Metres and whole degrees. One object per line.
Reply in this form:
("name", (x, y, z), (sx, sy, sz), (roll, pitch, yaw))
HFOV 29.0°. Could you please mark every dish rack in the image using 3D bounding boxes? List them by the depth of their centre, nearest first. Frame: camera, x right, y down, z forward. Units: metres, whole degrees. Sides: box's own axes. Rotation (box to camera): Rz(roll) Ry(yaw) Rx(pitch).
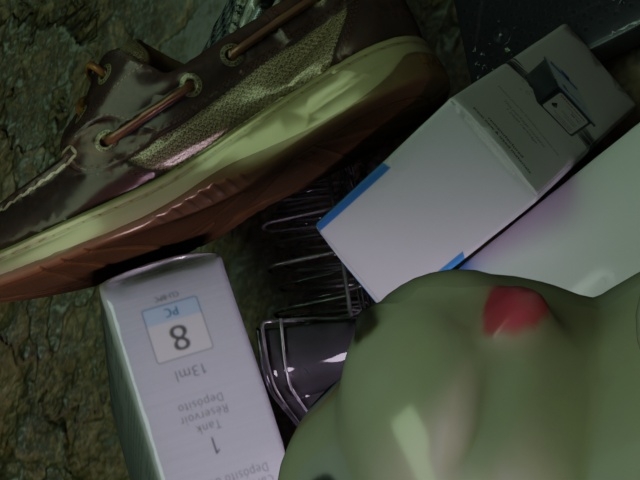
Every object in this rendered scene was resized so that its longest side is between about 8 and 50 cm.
("dish rack", (0.000, 0.000, 0.906), (0.074, 0.208, 0.272), (-10, 67, 6))

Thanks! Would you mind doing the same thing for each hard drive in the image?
("hard drive", (0.208, -0.214, 0.872), (0.254, 0.054, 0.172), (-26, 60, 34))

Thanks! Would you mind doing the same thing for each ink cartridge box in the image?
("ink cartridge box", (0.105, -0.050, 0.805), (0.082, 0.190, 0.139), (49, 128, 2))
("ink cartridge box", (-0.059, 0.238, 0.859), (0.308, 0.091, 0.385), (110, 141, -66))

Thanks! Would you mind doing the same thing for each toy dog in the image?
("toy dog", (0.184, 0.116, 0.520), (0.407, 0.395, 0.285), (4, 43, 11))

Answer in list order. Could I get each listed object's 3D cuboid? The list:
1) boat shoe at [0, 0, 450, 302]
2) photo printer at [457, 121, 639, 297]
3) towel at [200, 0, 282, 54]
("boat shoe", (-0.094, -0.068, 0.775), (0.342, 0.123, 0.123), (-27, 78, 15))
("photo printer", (0.212, 0.066, 0.715), (0.307, 0.107, 0.256), (-39, 58, 13))
("towel", (-0.085, -0.125, 0.977), (0.312, 0.056, 0.324), (-58, 14, 23))
